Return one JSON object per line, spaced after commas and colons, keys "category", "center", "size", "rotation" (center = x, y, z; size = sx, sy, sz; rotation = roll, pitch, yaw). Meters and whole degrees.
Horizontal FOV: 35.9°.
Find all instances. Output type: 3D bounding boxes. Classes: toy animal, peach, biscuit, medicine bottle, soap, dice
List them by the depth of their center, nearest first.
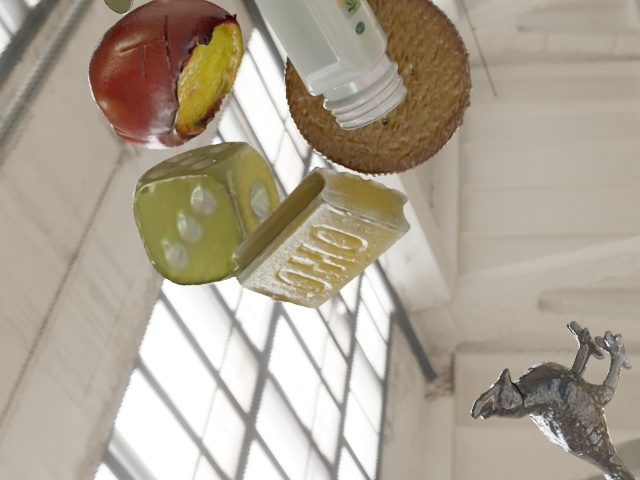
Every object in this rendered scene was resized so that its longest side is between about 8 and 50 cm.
{"category": "toy animal", "center": [0.321, 0.204, 1.221], "size": [0.081, 0.367, 0.206], "rotation": [-10, -130, 50]}
{"category": "medicine bottle", "center": [-0.004, -0.310, 1.324], "size": [0.124, 0.324, 0.179], "rotation": [-19, -155, 25]}
{"category": "peach", "center": [-0.204, -0.235, 1.381], "size": [0.226, 0.190, 0.196], "rotation": [-22, -146, 8]}
{"category": "biscuit", "center": [0.090, -0.252, 1.564], "size": [0.305, 0.305, 0.038], "rotation": [-23, -175, 7]}
{"category": "soap", "center": [0.000, 0.000, 1.571], "size": [0.274, 0.173, 0.089], "rotation": [-44, -144, 45]}
{"category": "dice", "center": [-0.224, -0.057, 2.015], "size": [0.233, 0.238, 0.227], "rotation": [-9, -161, 22]}

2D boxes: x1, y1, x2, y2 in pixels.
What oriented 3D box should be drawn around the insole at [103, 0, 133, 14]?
{"category": "insole", "center": [-0.391, -0.547, 2.007], "size": [0.253, 0.086, 0.005], "rotation": [-52, -171, 53]}
